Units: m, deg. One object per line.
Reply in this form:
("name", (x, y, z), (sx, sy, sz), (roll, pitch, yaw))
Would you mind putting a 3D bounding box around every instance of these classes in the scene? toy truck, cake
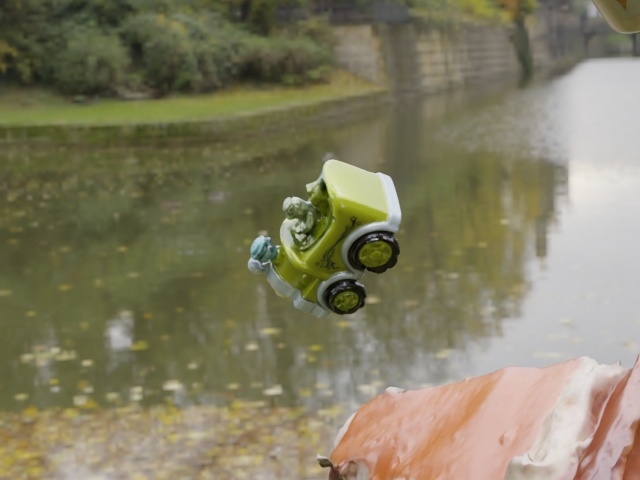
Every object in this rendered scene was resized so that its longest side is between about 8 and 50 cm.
("toy truck", (0.000, 0.000, 0.827), (0.077, 0.111, 0.076), (21, 33, -26))
("cake", (0.063, 0.122, 0.496), (0.098, 0.135, 0.287), (36, -21, -9))

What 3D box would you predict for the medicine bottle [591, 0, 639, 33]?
("medicine bottle", (0.342, -0.376, 1.490), (0.114, 0.252, 0.114), (-34, 27, 20))
